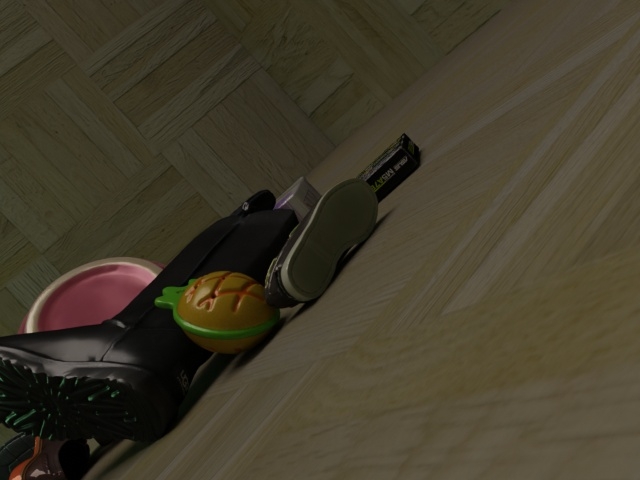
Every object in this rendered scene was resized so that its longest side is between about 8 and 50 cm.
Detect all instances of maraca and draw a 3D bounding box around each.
[{"bbox_3d":[-0.132,0.085,1.202,0.127,0.099,0.186,-14,24,-38],"label":"maraca"}]

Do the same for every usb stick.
[{"bbox_3d":[-0.159,-0.023,1.704,0.077,0.045,0.278,-47,7,-31],"label":"usb stick"}]

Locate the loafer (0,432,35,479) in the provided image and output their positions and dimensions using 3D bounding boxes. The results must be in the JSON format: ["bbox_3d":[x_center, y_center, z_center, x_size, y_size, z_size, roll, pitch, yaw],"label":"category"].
[{"bbox_3d":[-0.652,0.492,1.999,0.302,0.109,0.095,-46,1,4],"label":"loafer"}]

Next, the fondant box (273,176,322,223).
[{"bbox_3d":[-0.097,0.002,1.809,0.238,0.096,0.330,-42,7,8],"label":"fondant box"}]

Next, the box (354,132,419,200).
[{"bbox_3d":[0.077,-0.087,1.518,0.191,0.045,0.184,-43,3,13],"label":"box"}]

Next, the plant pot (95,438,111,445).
[{"bbox_3d":[-0.328,0.232,1.628,0.237,0.110,0.237,-43,4,4],"label":"plant pot"}]

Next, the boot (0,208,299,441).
[{"bbox_3d":[-0.262,0.098,1.395,0.367,0.146,0.445,5,35,25],"label":"boot"}]

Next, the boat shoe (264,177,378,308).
[{"bbox_3d":[0.000,0.000,1.202,0.069,0.081,0.227,-32,15,45],"label":"boat shoe"}]

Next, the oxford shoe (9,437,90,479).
[{"bbox_3d":[-0.408,0.347,1.522,0.098,0.097,0.271,-25,15,7],"label":"oxford shoe"}]

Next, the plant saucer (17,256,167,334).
[{"bbox_3d":[-0.352,0.140,1.551,0.332,0.084,0.332,-6,41,6],"label":"plant saucer"}]
